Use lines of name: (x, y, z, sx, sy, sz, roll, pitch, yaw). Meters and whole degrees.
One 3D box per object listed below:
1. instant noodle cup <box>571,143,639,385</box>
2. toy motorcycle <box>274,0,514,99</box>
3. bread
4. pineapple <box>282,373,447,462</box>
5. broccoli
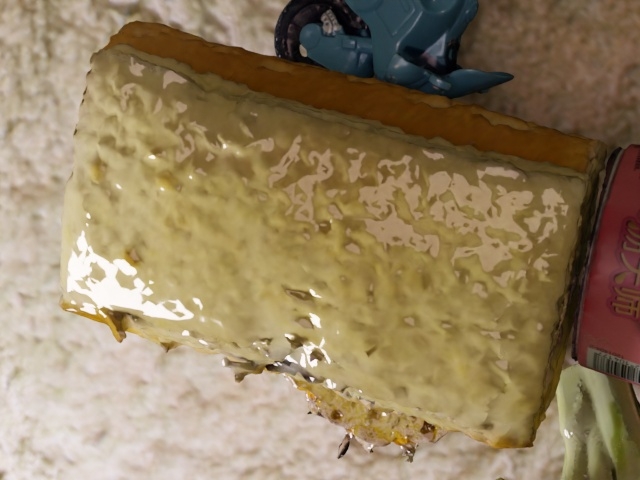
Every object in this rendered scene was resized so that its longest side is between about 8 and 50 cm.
instant noodle cup: (0.316, 0.033, 1.397, 0.255, 0.244, 0.244, 13, 100, 14)
toy motorcycle: (0.088, -0.207, 1.469, 0.182, 0.123, 0.272, 33, 104, 17)
bread: (0.000, 0.000, 1.430, 0.375, 0.165, 0.236, 17, 114, 12)
pineapple: (0.056, 0.075, 1.548, 0.221, 0.047, 0.221, 2, 99, 11)
broccoli: (0.224, 0.208, 1.479, 0.247, 0.263, 0.243, 0, 70, -20)
